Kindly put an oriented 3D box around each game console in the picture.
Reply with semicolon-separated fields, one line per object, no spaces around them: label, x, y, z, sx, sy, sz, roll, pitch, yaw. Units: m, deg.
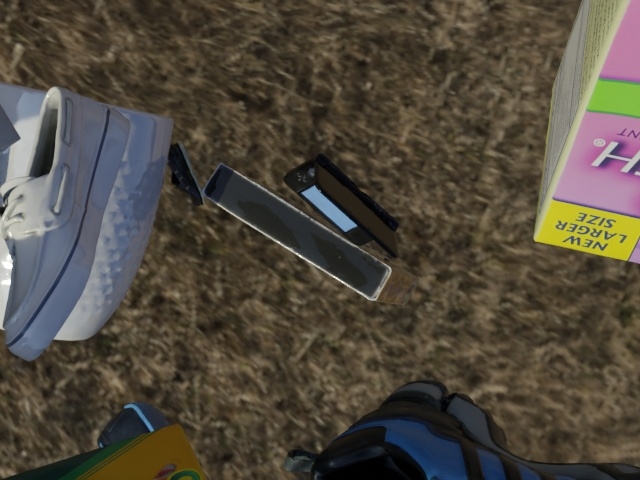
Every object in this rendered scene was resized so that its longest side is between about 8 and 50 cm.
game console;0.020;-0.027;1.348;0.122;0.107;0.071;42;52;-18

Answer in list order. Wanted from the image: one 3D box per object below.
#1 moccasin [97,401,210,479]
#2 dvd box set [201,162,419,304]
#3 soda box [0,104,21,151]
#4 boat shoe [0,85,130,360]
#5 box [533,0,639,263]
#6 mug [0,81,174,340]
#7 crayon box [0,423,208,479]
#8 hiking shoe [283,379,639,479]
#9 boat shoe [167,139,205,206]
moccasin;-0.227;0.414;1.966;0.117;0.342;0.138;-38;156;8
dvd box set;0.000;0.000;2.018;0.307;0.420;0.062;32;92;11
soda box;-0.403;-0.065;1.105;0.286;0.091;0.098;-40;105;-50
boat shoe;-0.237;-0.020;1.078;0.084;0.095;0.258;30;47;-26
box;0.239;-0.089;0.621;0.213;0.117;0.243;13;146;2
mug;-0.397;-0.041;1.731;0.374;0.276;0.328;5;98;-57
crayon box;-0.145;0.265;0.975;0.165;0.278;0.081;-16;117;-15
hiking shoe;0.126;0.195;0.817;0.132;0.304;0.113;-20;119;-43
boat shoe;-0.215;-0.100;1.981;0.042;0.049;0.133;-28;138;-7
